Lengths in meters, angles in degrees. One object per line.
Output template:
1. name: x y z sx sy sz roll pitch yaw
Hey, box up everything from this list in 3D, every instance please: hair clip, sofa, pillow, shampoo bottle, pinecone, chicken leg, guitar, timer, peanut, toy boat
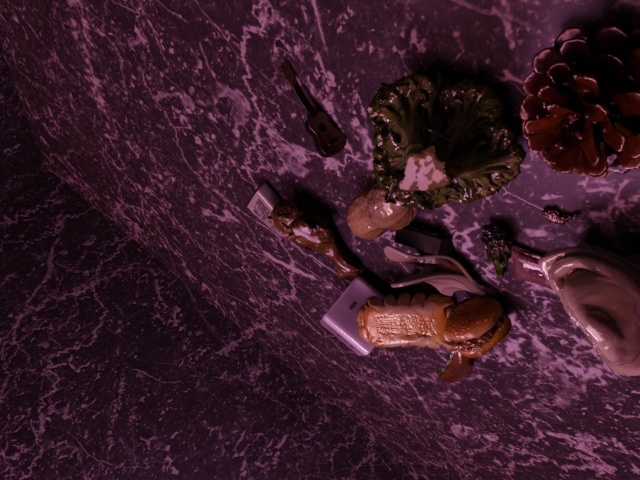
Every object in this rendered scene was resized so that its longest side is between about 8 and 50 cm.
1. hair clip: 0.304 0.089 1.669 0.282 0.113 0.172 9 171 -21
2. sofa: 0.287 -0.007 1.638 0.147 0.085 0.060 18 102 39
3. pillow: 0.544 0.079 1.441 0.185 0.043 0.118 20 142 35
4. shampoo bottle: -0.126 -0.067 2.064 0.284 0.071 0.153 42 150 -5
5. pinecone: 0.440 -0.214 0.942 0.264 0.264 0.264 31 151 20
6. chicken leg: 0.002 -0.010 1.922 0.361 0.140 0.211 36 174 -11
7. chicken leg: 0.526 -0.052 1.301 0.083 0.021 0.036 16 134 39
8. guitar: -0.031 -0.342 1.555 0.271 0.084 0.038 56 152 -12
9. timer: 0.133 0.260 2.026 0.195 0.194 0.192 39 168 4
10. peanut: 0.163 -0.084 1.603 0.149 0.149 0.313 46 152 -8
11. toy boat: 0.452 0.384 1.941 0.293 0.108 0.099 92 157 -49

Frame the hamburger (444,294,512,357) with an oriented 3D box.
1. hamburger: 0.430 0.239 1.656 0.118 0.191 0.182 48 159 -8

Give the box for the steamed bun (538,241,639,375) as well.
1. steamed bun: 0.619 0.119 1.221 0.280 0.207 0.268 41 -162 -41

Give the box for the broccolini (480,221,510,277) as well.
1. broccolini: 0.438 0.040 1.485 0.091 0.068 0.202 39 157 42

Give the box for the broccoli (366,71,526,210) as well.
1. broccoli: 0.238 -0.193 1.202 0.321 0.283 0.303 -13 109 26

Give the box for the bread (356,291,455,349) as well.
1. bread: 0.270 0.246 1.849 0.311 0.121 0.172 0 100 16
